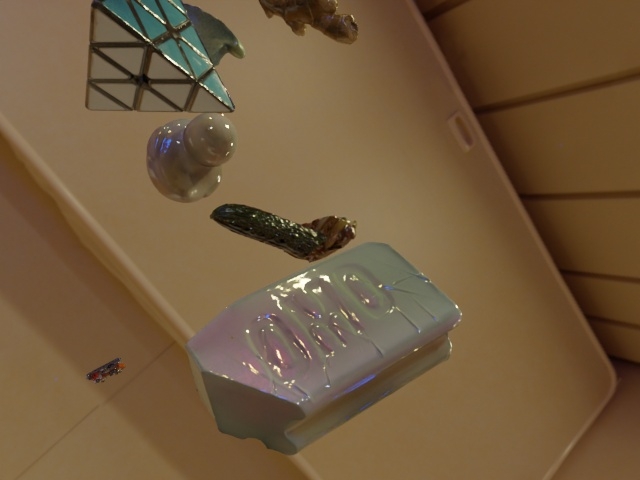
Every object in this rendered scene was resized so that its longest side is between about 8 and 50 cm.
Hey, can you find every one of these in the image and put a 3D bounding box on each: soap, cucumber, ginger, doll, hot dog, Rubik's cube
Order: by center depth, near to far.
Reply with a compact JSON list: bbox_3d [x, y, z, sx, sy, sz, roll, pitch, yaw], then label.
[{"bbox_3d":[0.000,0.144,0.755,0.208,0.346,0.115,45,-33,39],"label":"soap"},{"bbox_3d":[-0.323,-0.355,0.996,0.228,0.228,0.233,34,-43,43],"label":"Rubik's cube"},{"bbox_3d":[-0.117,-0.027,1.195,0.265,0.077,0.077,23,-10,-21],"label":"cucumber"},{"bbox_3d":[-0.306,-0.214,1.323,0.221,0.251,0.221,20,-24,9],"label":"doll"},{"bbox_3d":[-0.045,-0.586,1.335,0.333,0.081,0.148,24,-33,32],"label":"ginger"},{"bbox_3d":[0.000,0.000,1.341,0.213,0.146,0.103,-16,-104,43],"label":"hot dog"}]

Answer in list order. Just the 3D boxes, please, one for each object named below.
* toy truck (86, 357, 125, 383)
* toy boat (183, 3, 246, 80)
[{"bbox_3d":[-0.455,0.279,1.126,0.032,0.083,0.024,61,5,14],"label":"toy truck"},{"bbox_3d":[-0.395,-0.602,1.657,0.330,0.215,0.123,31,-12,11],"label":"toy boat"}]
